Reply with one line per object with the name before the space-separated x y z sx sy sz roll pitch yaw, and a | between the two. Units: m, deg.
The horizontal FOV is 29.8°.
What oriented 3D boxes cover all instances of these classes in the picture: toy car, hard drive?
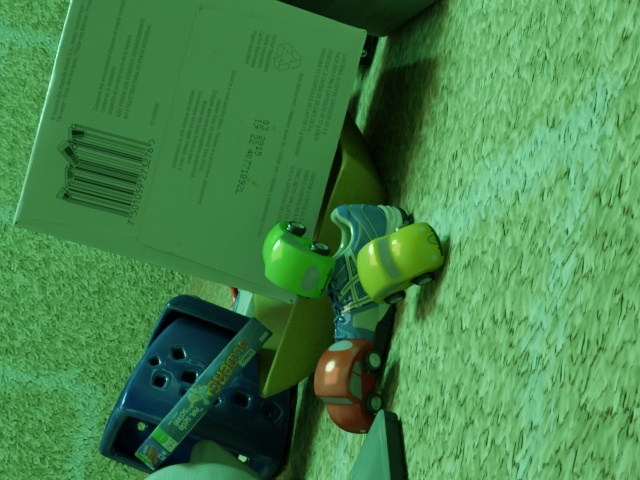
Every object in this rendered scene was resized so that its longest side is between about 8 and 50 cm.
toy car | 0.004 0.053 1.236 0.225 0.053 0.239 38 116 38
hard drive | 0.053 0.236 1.117 0.135 0.022 0.094 -93 21 -59

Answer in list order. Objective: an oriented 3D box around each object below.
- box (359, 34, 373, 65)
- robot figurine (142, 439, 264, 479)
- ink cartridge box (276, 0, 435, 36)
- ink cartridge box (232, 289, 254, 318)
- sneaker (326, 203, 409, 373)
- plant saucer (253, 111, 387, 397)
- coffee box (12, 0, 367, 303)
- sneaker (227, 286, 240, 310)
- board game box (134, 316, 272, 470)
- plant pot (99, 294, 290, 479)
box | -0.001 -0.373 1.875 0.261 0.103 0.184 -153 70 -69
robot figurine | -0.144 0.404 1.405 0.300 0.200 0.353 -40 27 25
ink cartridge box | -0.056 -0.354 1.541 0.308 0.385 0.091 -178 96 -79
ink cartridge box | -0.067 0.052 1.850 0.134 0.078 0.231 -97 25 -64
sneaker | 0.036 0.059 1.300 0.080 0.081 0.211 139 143 -68
plant saucer | 0.000 0.000 1.577 0.333 0.081 0.333 -101 28 -67
coffee box | -0.169 -0.139 1.517 0.334 0.338 0.338 -160 86 -80
sneaker | -0.117 0.057 2.057 0.081 0.094 0.209 133 152 -71
board game box | -0.149 0.194 1.517 0.201 0.035 0.136 -49 -1 -24
plant pot | -0.162 0.221 1.719 0.236 0.236 0.212 122 168 -58
